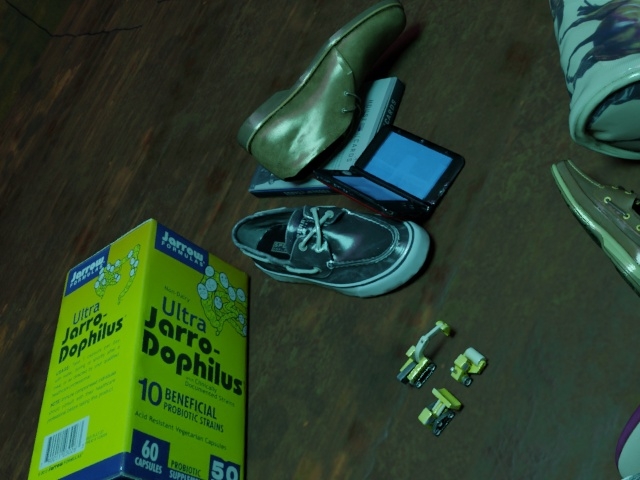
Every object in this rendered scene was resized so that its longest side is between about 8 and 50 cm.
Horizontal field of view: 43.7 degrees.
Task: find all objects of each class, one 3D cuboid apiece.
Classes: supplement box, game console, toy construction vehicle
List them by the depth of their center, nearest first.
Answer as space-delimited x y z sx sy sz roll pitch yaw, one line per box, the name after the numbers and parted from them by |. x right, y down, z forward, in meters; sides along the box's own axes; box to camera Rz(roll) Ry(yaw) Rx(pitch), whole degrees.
0.124 0.145 0.861 0.098 0.035 0.086 -51 39 5 | toy construction vehicle
0.084 -0.092 1.012 0.144 0.124 0.085 31 112 38 | game console
-0.230 0.188 1.062 0.195 0.194 0.357 -28 47 30 | supplement box

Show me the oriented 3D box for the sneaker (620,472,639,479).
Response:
0.245 0.244 0.611 0.121 0.112 0.299 55 131 10 | sneaker

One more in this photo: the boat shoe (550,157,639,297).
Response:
0.293 -0.022 0.792 0.060 0.064 0.178 -37 48 13 | boat shoe

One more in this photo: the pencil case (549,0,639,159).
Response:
0.335 -0.271 0.843 0.183 0.159 0.411 -35 41 45 | pencil case

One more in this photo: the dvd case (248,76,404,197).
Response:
0.004 -0.151 1.196 0.238 0.029 0.179 2 65 45 | dvd case

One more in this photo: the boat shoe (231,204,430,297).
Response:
0.000 0.000 1.035 0.301 0.102 0.108 4 67 47 | boat shoe

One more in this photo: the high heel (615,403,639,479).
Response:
0.392 0.061 0.635 0.377 0.127 0.181 -41 6 27 | high heel

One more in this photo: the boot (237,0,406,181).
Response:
0.028 -0.209 1.140 0.305 0.112 0.115 -46 70 3 | boot
